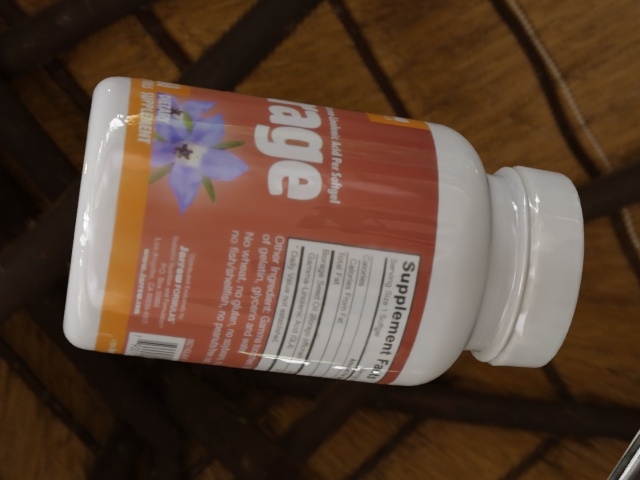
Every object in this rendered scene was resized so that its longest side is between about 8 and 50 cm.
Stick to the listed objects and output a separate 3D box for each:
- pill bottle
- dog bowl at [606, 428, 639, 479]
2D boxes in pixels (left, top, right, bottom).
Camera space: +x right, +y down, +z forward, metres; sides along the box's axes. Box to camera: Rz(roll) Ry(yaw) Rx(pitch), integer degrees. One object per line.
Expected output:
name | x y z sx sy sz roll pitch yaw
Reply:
pill bottle | 0.000 0.000 0.609 0.216 0.121 0.121 7 -75 -11
dog bowl | 0.234 0.091 0.597 0.408 0.150 0.408 -48 -19 -23
